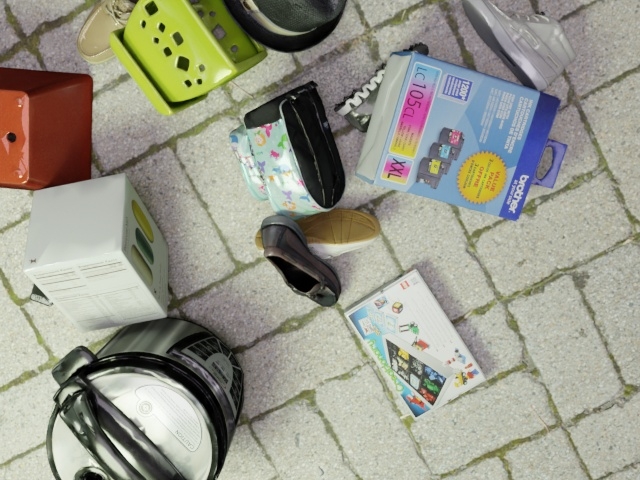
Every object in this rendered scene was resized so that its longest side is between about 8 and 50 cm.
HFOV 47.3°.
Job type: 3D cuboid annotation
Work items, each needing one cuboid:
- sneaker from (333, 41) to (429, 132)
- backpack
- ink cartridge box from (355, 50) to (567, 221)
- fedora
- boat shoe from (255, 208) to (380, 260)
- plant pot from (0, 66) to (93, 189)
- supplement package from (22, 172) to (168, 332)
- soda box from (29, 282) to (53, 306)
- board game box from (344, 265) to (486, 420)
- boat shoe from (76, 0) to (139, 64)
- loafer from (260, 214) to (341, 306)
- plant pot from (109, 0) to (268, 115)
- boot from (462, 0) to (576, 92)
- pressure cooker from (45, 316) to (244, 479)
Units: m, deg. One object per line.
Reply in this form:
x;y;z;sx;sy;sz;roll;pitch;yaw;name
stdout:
0.147;-0.317;1.553;0.234;0.078;0.106;-39;103;9;sneaker
-0.056;-0.170;1.515;0.191;0.225;0.253;-19;105;28;backpack
0.304;-0.205;1.498;0.395;0.151;0.270;12;103;-18;ink cartridge box
-0.044;-0.532;1.412;0.334;0.152;0.334;-9;107;-32;fedora
0.000;0.000;1.611;0.277;0.098;0.096;-5;142;14;boat shoe
-0.647;-0.224;1.519;0.267;0.236;0.267;5;101;2;plant pot
-0.452;0.032;1.515;0.198;0.199;0.263;-11;145;4;supplement package
-0.604;0.060;1.660;0.053;0.060;0.169;20;100;-3;soda box
0.215;0.235;1.664;0.193;0.053;0.305;-32;98;7;board game box
-0.404;-0.491;1.526;0.302;0.098;0.109;-40;97;9;boat shoe
-0.047;0.070;1.548;0.109;0.095;0.302;-10;140;23;loafer
-0.272;-0.391;1.473;0.207;0.228;0.227;-32;101;24;plant pot
0.416;-0.438;1.517;0.123;0.095;0.258;-44;104;3;boot
-0.356;0.384;1.530;0.370;0.420;0.375;6;100;2;pressure cooker
